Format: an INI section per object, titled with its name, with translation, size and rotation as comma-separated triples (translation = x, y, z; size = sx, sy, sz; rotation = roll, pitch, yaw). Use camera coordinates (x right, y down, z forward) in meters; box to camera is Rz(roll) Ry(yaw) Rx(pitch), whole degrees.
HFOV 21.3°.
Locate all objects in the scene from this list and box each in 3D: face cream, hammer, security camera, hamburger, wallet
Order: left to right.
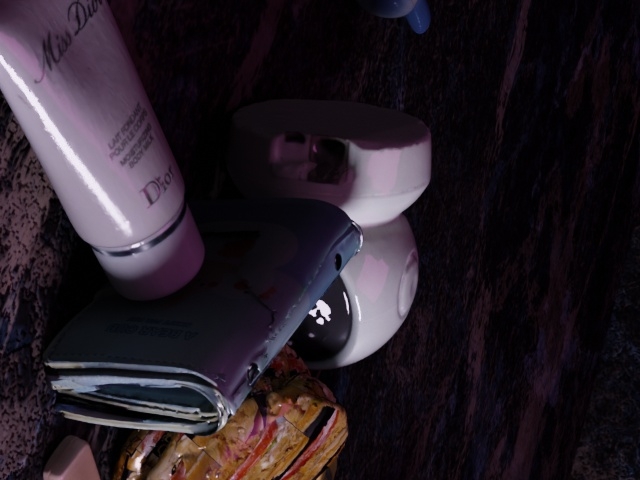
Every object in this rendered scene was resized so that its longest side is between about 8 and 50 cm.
[face cream]
translation = -0.171, -0.090, 1.243
size = 0.143, 0.089, 0.314
rotation = -61, 142, -38
[wallet]
translation = -0.093, 0.056, 1.359
size = 0.250, 0.176, 0.075
rotation = -52, 136, -48
[hamburger]
translation = -0.082, 0.189, 1.487
size = 0.231, 0.107, 0.231
rotation = -38, 153, -24
[security camera]
translation = 0.000, 0.000, 1.551
size = 0.194, 0.195, 0.236
rotation = -31, 131, -62
[hammer]
translation = 0.090, -0.269, 1.811
size = 0.194, 0.070, 0.116
rotation = 54, 49, -68

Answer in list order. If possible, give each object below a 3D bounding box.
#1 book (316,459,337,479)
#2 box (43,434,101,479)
[book]
translation = -0.049, 0.401, 1.749
size = 0.269, 0.032, 0.389
rotation = 87, 20, -76
[box]
translation = -0.198, 0.211, 1.382
size = 0.048, 0.025, 0.115
rotation = -54, 148, -38
